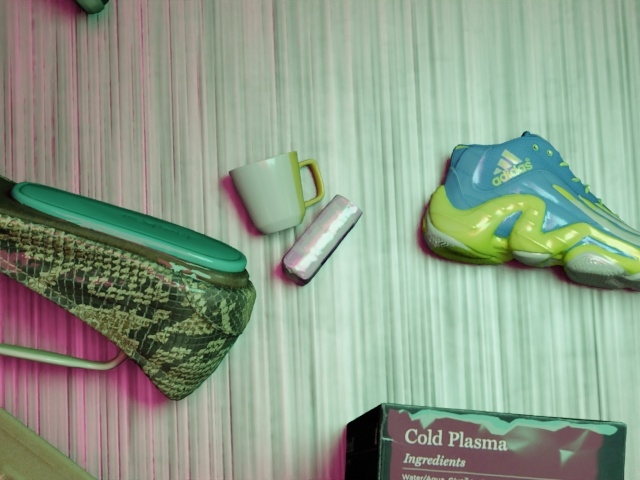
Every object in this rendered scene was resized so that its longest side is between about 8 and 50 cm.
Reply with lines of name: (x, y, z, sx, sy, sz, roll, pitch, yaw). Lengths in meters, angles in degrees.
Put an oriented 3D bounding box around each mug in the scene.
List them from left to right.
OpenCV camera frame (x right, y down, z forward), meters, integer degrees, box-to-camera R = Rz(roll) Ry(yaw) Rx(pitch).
mug: (-0.035, -0.042, 1.467, 0.078, 0.062, 0.064, -17, 91, -1)

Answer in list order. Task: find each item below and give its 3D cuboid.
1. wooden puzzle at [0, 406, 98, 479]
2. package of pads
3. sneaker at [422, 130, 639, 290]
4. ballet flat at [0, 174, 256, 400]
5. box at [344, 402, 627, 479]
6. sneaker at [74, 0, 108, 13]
wooden puzzle: (-0.337, 0.283, 1.360, 0.348, 0.080, 0.322, 34, 78, 13)
package of pads: (0.000, 0.000, 1.467, 0.032, 0.050, 0.083, 39, 81, 1)
sneaker: (0.215, -0.031, 1.470, 0.240, 0.091, 0.126, 10, 80, -3)
ballet flat: (-0.295, -0.005, 1.402, 0.483, 0.164, 0.182, 28, 100, -2)
box: (0.107, 0.292, 1.285, 0.179, 0.343, 0.312, 4, 82, -3)
sneaker: (-0.219, -0.317, 1.477, 0.130, 0.087, 0.227, -28, 79, -2)
